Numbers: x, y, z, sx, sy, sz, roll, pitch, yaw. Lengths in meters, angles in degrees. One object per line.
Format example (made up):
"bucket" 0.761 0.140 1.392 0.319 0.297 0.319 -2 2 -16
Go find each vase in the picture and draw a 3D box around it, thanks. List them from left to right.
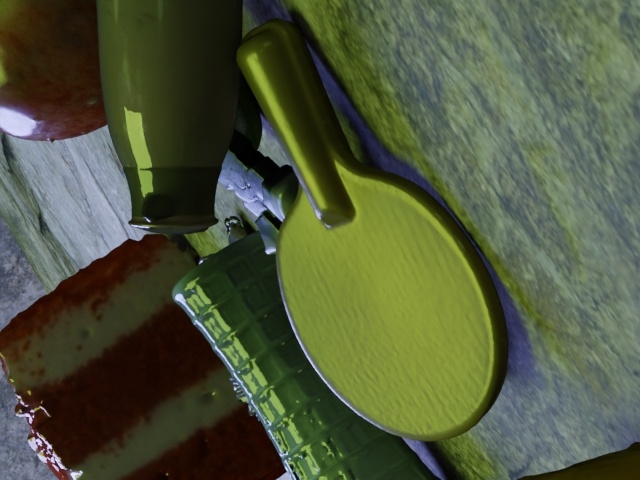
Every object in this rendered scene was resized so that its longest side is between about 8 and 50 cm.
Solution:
"vase" -0.013 0.141 1.607 0.299 0.143 0.143 57 166 6

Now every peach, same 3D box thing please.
"peach" -0.236 -0.187 1.534 0.232 0.232 0.232 51 165 19

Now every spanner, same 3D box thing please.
"spanner" 0.000 0.000 1.343 0.325 0.040 0.095 43 151 16

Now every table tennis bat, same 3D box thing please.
"table tennis bat" 0.023 -0.004 1.244 0.198 0.050 0.321 -18 99 49

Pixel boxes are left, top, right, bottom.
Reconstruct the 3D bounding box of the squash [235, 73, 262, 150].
"squash" -0.105 -0.153 1.394 0.066 0.066 0.229 37 156 52

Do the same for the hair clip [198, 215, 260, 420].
"hair clip" -0.054 0.098 1.781 0.106 0.084 0.292 19 139 39

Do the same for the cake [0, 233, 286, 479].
"cake" -0.205 0.192 2.076 0.319 0.270 0.269 56 166 9

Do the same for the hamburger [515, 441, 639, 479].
"hamburger" 0.184 0.282 0.741 0.396 0.396 0.277 60 166 -14

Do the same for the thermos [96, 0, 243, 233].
"thermos" -0.100 -0.100 1.279 0.137 0.105 0.193 -18 -73 -74
